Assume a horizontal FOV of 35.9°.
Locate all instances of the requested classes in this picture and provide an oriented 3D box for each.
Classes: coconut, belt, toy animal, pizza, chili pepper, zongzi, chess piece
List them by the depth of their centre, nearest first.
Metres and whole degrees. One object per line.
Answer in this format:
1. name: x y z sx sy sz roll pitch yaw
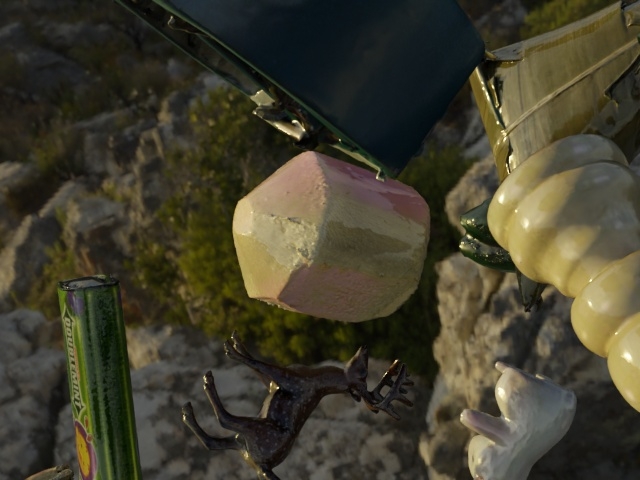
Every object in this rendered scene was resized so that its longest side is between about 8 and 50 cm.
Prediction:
1. belt: -0.056 -0.214 0.806 0.173 0.436 0.300 -53 41 0
2. chess piece: 0.312 0.046 1.009 0.167 0.167 0.300 -22 53 -8
3. zongzi: 0.420 -0.147 1.298 0.447 0.181 0.419 -18 67 36
4. pizza: -0.398 0.336 1.316 0.184 0.176 0.036 -5 63 -48
5. toy animal: -0.027 0.218 1.317 0.260 0.087 0.244 32 67 1
6. coconut: 0.000 0.000 1.329 0.245 0.233 0.233 14 31 -21
7. toy animal: 0.285 0.325 1.559 0.283 0.140 0.138 -56 47 10
8. chili pepper: 0.418 -0.013 2.013 0.260 0.165 0.173 7 0 29

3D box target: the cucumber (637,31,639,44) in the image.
1. cucumber: 0.388 -0.175 0.749 0.284 0.056 0.056 -7 36 28

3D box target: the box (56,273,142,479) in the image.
1. box: -0.362 0.231 1.602 0.097 0.346 0.134 -8 8 -27
